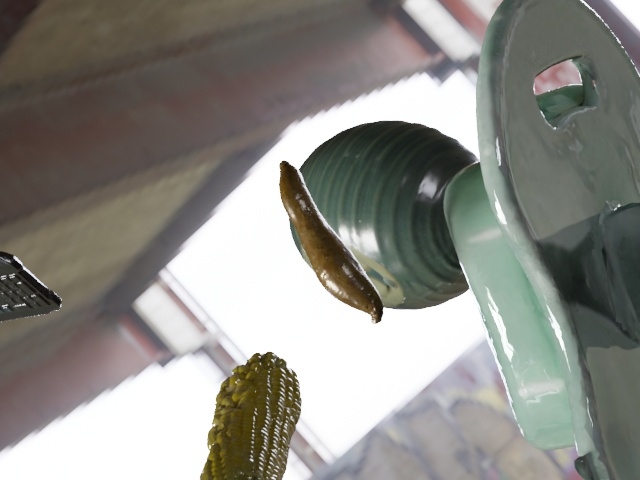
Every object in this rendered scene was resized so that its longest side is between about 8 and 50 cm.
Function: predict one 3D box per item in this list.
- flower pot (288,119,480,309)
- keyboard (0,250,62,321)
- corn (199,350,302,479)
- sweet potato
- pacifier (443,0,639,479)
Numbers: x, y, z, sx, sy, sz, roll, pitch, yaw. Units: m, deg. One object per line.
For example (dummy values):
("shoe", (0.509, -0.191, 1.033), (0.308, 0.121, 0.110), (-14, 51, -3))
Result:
("flower pot", (0.072, -0.023, 1.702), (0.243, 0.189, 0.157), (6, 55, 54))
("keyboard", (-0.381, 0.057, 1.717), (0.262, 0.106, 0.016), (-9, 49, 32))
("corn", (-0.068, 0.189, 1.625), (0.086, 0.086, 0.288), (-45, 11, 18))
("sweet potato", (0.000, 0.000, 0.953), (0.026, 0.115, 0.026), (-27, -22, -12))
("pacifier", (0.220, 0.006, 0.956), (0.269, 0.343, 0.288), (-14, 10, 30))
